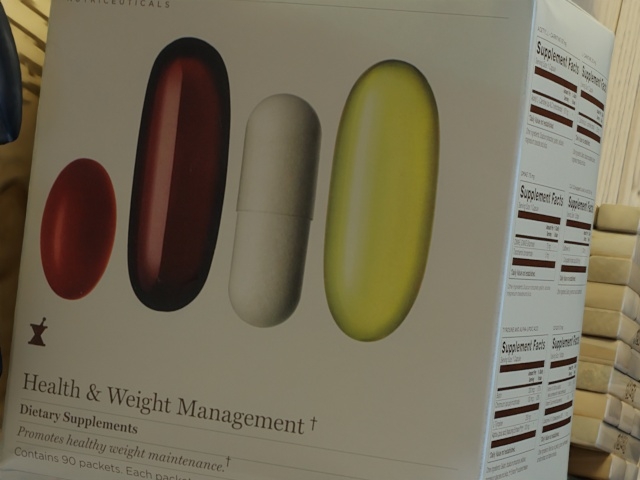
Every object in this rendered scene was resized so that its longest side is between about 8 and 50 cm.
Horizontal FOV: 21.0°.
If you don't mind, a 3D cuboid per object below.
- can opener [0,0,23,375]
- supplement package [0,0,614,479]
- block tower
[{"bbox_3d":[-0.140,-0.009,0.593,0.059,0.073,0.186,-55,150,-53],"label":"can opener"},{"bbox_3d":[0.000,0.000,0.685,0.149,0.194,0.203,5,91,-70],"label":"supplement package"},{"bbox_3d":[0.149,0.148,1.107,0.097,0.091,0.335,29,71,-58],"label":"block tower"}]
